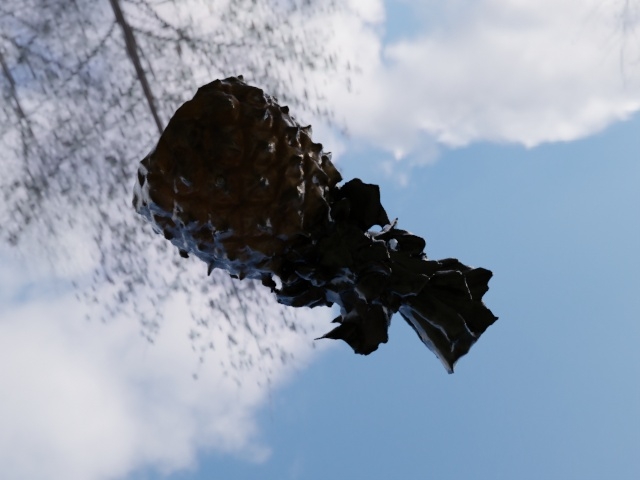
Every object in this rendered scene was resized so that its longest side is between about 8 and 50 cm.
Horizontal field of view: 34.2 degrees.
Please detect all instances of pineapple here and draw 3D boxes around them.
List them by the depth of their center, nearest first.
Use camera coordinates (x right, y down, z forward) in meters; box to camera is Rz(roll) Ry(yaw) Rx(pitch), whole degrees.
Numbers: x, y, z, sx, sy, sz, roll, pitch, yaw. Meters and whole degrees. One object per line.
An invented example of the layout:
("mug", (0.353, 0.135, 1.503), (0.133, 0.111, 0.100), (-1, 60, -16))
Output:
("pineapple", (0.001, -0.001, 0.696), (0.248, 0.128, 0.128), (35, -126, -2))
